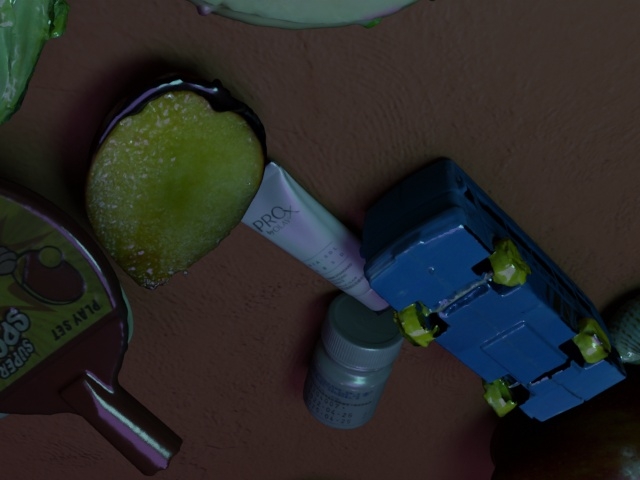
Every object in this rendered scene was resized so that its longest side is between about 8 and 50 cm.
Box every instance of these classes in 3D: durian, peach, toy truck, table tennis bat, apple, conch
[{"bbox_3d":[-0.273,-0.219,0.801,0.132,0.107,0.375,6,132,-19],"label":"durian"},{"bbox_3d":[-0.157,-0.066,1.002,0.189,0.068,0.279,4,132,-25],"label":"peach"},{"bbox_3d":[0.204,0.071,1.136,0.161,0.162,0.385,-35,129,23],"label":"toy truck"},{"bbox_3d":[-0.302,0.097,0.989,0.268,0.051,0.415,-34,112,19],"label":"table tennis bat"},{"bbox_3d":[0.400,0.325,1.346,0.316,0.288,0.288,-20,135,26],"label":"apple"},{"bbox_3d":[0.441,0.121,1.273,0.153,0.102,0.135,-2,157,21],"label":"conch"}]

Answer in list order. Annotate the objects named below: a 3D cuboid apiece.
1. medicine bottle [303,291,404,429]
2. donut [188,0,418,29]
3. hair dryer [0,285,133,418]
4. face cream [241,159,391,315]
[{"bbox_3d":[0.040,0.154,1.227,0.105,0.105,0.168,4,134,-14],"label":"medicine bottle"},{"bbox_3d":[0.017,-0.324,0.724,0.307,0.150,0.371,19,128,-27],"label":"donut"},{"bbox_3d":[-0.394,0.036,1.035,0.203,0.128,0.362,-30,124,18],"label":"hair dryer"},{"bbox_3d":[0.000,0.000,1.107,0.092,0.058,0.243,-35,124,28],"label":"face cream"}]
